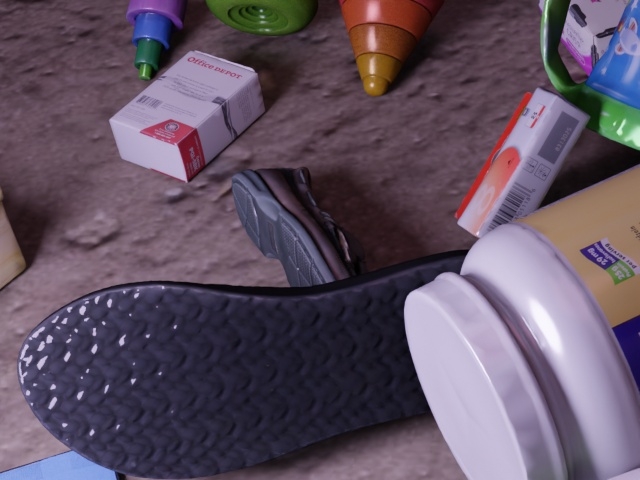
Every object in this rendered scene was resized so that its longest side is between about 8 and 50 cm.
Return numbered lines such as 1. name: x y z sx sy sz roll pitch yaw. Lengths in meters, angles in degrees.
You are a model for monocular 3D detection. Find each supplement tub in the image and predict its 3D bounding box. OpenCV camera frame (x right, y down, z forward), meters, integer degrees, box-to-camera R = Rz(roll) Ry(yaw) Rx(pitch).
1. supplement tub: 0.258 0.067 1.485 0.331 0.241 0.241 -24 41 -13

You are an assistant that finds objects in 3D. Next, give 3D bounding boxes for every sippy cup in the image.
1. sippy cup: 0.370 -0.183 1.694 0.305 0.224 0.240 14 13 -14

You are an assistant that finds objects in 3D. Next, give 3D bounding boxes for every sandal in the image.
1. sandal: -0.034 0.103 1.607 0.445 0.168 0.107 -6 5 -9

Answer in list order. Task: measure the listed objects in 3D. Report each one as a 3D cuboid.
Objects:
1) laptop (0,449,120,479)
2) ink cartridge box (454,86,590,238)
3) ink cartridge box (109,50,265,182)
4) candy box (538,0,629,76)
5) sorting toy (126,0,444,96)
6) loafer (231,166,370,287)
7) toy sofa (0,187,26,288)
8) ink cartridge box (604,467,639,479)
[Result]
1. laptop: -0.333 0.275 1.414 0.382 0.408 0.236 -17 73 -5
2. ink cartridge box: 0.169 -0.075 1.721 0.145 0.045 0.179 -60 18 4
3. ink cartridge box: -0.138 -0.132 1.972 0.099 0.056 0.135 21 51 34
4. candy box: 0.365 -0.261 1.978 0.233 0.071 0.159 -17 40 -6
5. sorting toy: -0.050 -0.215 2.040 0.365 0.127 0.126 1 71 21
6. loafer: 0.000 0.000 1.755 0.084 0.096 0.267 -19 37 -17
7. toy sofa: -0.475 -0.053 1.879 0.362 0.177 0.150 25 53 38
8. ink cartridge box: 0.263 0.319 1.277 0.207 0.119 0.353 -18 39 -5
